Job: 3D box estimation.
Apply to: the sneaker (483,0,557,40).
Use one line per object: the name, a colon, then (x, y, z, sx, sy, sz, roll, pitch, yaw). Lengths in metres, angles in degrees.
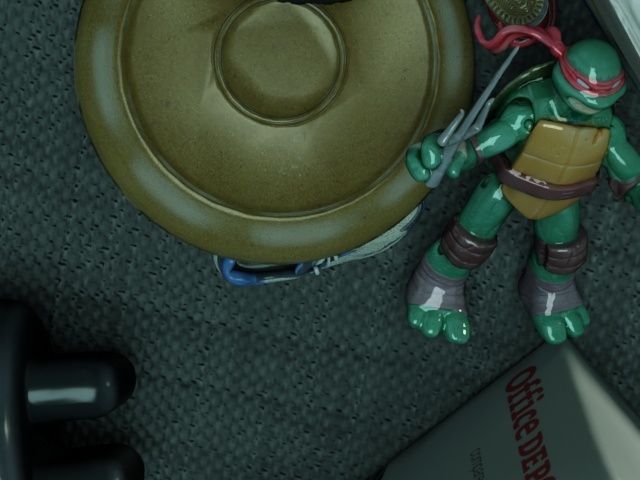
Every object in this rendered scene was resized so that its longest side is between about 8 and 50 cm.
sneaker: (0.100, -0.166, 1.059, 0.042, 0.067, 0.118, -31, 72, 11)

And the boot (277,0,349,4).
boot: (0.008, -0.216, 0.864, 0.223, 0.338, 0.118, -24, 75, 38)

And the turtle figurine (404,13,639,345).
turtle figurine: (0.130, -0.033, 1.010, 0.175, 0.118, 0.234, 14, 139, -3)

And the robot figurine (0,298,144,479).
robot figurine: (-0.248, 0.124, 1.072, 0.278, 0.209, 0.173, -6, 141, 2)

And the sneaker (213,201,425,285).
sneaker: (0.000, 0.000, 1.090, 0.135, 0.058, 0.052, -21, 103, 6)

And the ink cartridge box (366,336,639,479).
ink cartridge box: (0.051, 0.263, 1.040, 0.395, 0.285, 0.166, -39, 100, 10)

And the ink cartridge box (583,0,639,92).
ink cartridge box: (0.232, -0.146, 0.957, 0.171, 0.232, 0.168, -31, 102, 9)

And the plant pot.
plant pot: (-0.024, -0.103, 1.043, 0.236, 0.032, 0.236, 0, 90, -6)
